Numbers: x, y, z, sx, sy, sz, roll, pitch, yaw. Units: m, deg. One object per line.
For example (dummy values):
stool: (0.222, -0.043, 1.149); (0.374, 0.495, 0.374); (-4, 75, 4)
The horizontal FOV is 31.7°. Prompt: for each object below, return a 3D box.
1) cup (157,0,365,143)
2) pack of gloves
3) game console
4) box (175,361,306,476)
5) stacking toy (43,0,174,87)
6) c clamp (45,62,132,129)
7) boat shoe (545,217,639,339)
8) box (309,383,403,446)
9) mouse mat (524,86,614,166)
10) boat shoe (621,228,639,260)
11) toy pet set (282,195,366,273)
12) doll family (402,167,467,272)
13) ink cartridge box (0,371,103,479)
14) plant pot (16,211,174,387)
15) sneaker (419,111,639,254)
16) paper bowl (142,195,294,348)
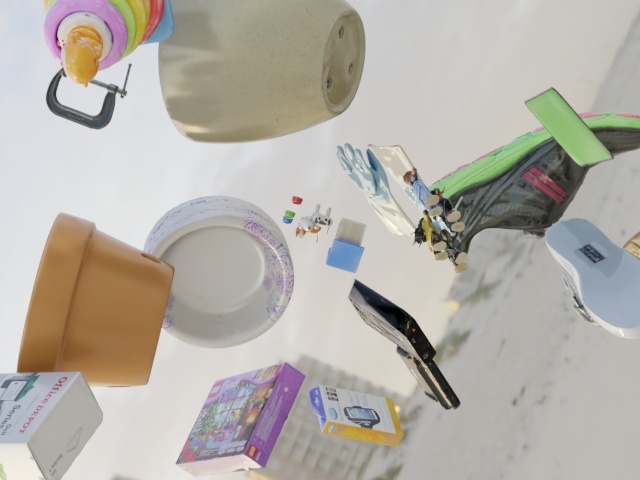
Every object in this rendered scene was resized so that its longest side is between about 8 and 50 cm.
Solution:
cup: (-0.069, -0.298, 1.780); (0.331, 0.236, 0.331); (-42, -42, -53)
pack of gloves: (0.141, -0.097, 1.969); (0.046, 0.195, 0.232); (-53, -57, -23)
game console: (0.189, 0.235, 2.396); (0.044, 0.213, 0.361); (-43, -51, -12)
box: (-0.161, 0.355, 2.211); (0.293, 0.057, 0.201); (-23, 36, 54)
stacking toy: (-0.292, -0.276, 1.448); (0.302, 0.165, 0.175); (-92, -6, -56)
c clamp: (-0.433, -0.279, 2.096); (0.022, 0.160, 0.137); (-36, -40, -73)
boat shoe: (0.431, 0.078, 1.717); (0.105, 0.113, 0.306); (66, 175, -29)
box: (0.046, 0.251, 1.623); (0.081, 0.136, 0.028); (-105, 32, -56)
mouse mat: (0.408, -0.184, 1.861); (0.007, 0.153, 0.189); (-41, 3, -2)
boat shoe: (0.613, 0.050, 2.076); (0.110, 0.121, 0.341); (-44, -20, -26)
toy pet set: (0.000, 0.000, 1.516); (0.122, 0.114, 0.065); (118, 169, -75)
doll family: (0.184, -0.038, 1.831); (0.111, 0.076, 0.193); (-112, 12, -56)
ink cartridge box: (-0.454, 0.273, 1.647); (0.160, 0.219, 0.093); (-61, -41, -51)
plant pot: (-0.356, 0.117, 1.824); (0.291, 0.203, 0.291); (-167, 90, -83)
sneaker: (0.441, -0.116, 2.276); (0.482, 0.202, 0.185); (-26, 3, 14)
paper bowl: (-0.197, 0.050, 2.124); (0.148, 0.284, 0.284); (-109, 31, -61)
